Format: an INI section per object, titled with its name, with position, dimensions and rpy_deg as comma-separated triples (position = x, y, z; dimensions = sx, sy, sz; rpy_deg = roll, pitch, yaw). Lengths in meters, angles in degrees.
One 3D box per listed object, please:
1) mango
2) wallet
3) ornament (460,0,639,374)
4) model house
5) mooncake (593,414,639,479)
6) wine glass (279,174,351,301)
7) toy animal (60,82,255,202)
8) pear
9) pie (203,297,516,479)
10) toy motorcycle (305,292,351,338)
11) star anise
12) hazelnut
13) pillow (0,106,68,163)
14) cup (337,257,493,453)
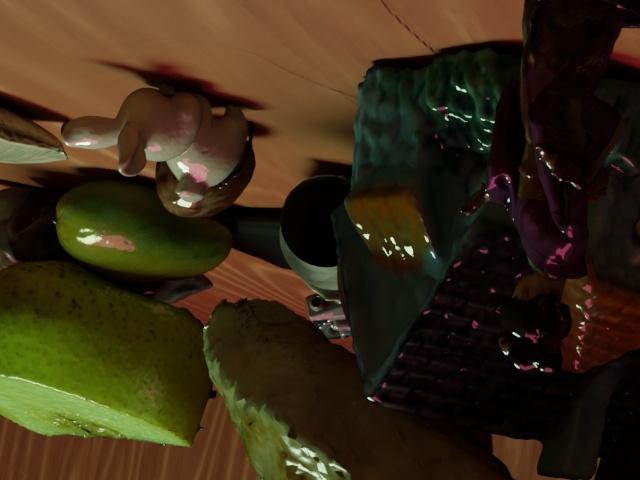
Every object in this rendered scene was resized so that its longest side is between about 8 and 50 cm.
[mango]
position = -0.189, -0.002, 1.793
dimensions = 0.122, 0.086, 0.191
rpy_deg = -35, 134, 30
[wallet]
position = 0.000, 0.000, 1.827
dimensions = 0.149, 0.044, 0.250
rpy_deg = 22, 167, -40
[ornament]
position = 0.107, -0.039, 0.833
dimensions = 0.081, 0.203, 0.088
rpy_deg = 14, 179, 42
[model house]
position = 0.140, 0.027, 1.108
dimensions = 0.261, 0.241, 0.226
rpy_deg = 16, 173, -36
[mooncake]
position = 0.332, 0.138, 1.253
dimensions = 0.194, 0.356, 0.356
rpy_deg = 17, 171, -14
[wine glass]
position = 0.015, 0.000, 1.571
dimensions = 0.103, 0.103, 0.222
rpy_deg = 9, 174, 6
[toy animal]
position = -0.115, -0.080, 1.277
dimensions = 0.071, 0.085, 0.124
rpy_deg = 26, 179, 39
[pear]
position = -0.275, 0.110, 1.858
dimensions = 0.292, 0.159, 0.292
rpy_deg = 13, 163, 4
[pie]
position = 0.064, 0.221, 1.270
dimensions = 0.418, 0.180, 0.395
rpy_deg = 52, 171, -9
[toy motorcycle]
position = 0.085, 0.048, 1.715
dimensions = 0.213, 0.082, 0.122
rpy_deg = -19, 146, 11
[star anise]
position = -0.269, 0.010, 1.994
dimensions = 0.315, 0.108, 0.315
rpy_deg = 17, 170, 3
[hazelnut]
position = -0.097, -0.056, 1.393
dimensions = 0.086, 0.086, 0.086
rpy_deg = 10, 172, 1
[pillow]
position = -0.339, -0.098, 1.510
dimensions = 0.229, 0.051, 0.128
rpy_deg = 8, 170, 32
[cup]
position = 0.116, 0.057, 1.403
dimensions = 0.185, 0.241, 0.226
rpy_deg = -4, 178, 5
